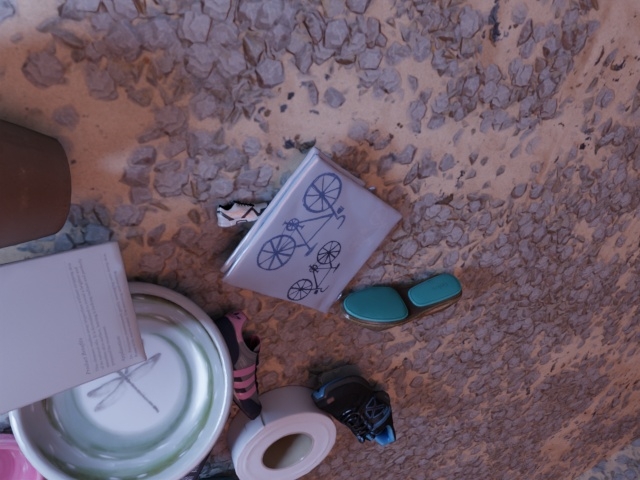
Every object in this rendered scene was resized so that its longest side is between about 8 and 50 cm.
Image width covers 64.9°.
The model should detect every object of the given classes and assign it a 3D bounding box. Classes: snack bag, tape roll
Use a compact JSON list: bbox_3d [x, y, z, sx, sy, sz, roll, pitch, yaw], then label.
[{"bbox_3d":[0.000,0.000,1.083,0.343,0.037,0.323,25,107,-46],"label":"snack bag"},{"bbox_3d":[-0.104,0.528,1.354,0.286,0.100,0.286,-13,126,-18],"label":"tape roll"}]

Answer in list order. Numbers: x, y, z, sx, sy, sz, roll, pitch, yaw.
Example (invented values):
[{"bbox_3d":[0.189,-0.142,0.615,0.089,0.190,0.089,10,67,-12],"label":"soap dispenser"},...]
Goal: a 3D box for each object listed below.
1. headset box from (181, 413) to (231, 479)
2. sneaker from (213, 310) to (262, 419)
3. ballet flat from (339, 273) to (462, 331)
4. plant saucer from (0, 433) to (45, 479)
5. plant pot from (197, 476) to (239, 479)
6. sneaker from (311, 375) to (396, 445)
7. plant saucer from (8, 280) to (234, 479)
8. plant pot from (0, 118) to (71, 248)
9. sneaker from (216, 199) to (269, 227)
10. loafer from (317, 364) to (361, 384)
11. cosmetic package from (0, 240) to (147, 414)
[{"bbox_3d":[-0.371,0.468,1.173,0.218,0.110,0.293,15,114,-34],"label":"headset box"},{"bbox_3d":[-0.175,0.293,1.160,0.131,0.112,0.319,-37,136,-21],"label":"sneaker"},{"bbox_3d":[0.200,0.170,1.280,0.343,0.116,0.124,-13,145,-23],"label":"ballet flat"},{"bbox_3d":[-0.723,0.510,0.983,0.332,0.084,0.332,-34,141,-33],"label":"plant saucer"},{"bbox_3d":[-0.277,0.748,1.331,0.195,0.290,0.290,-27,141,-58],"label":"plant pot"},{"bbox_3d":[0.108,0.460,1.352,0.125,0.139,0.341,-34,139,22],"label":"sneaker"},{"bbox_3d":[-0.372,0.281,0.981,0.401,0.100,0.400,1,84,-10],"label":"plant saucer"},{"bbox_3d":[-0.485,-0.081,0.691,0.229,0.263,0.263,-4,124,-45],"label":"plant pot"},{"bbox_3d":[-0.150,-0.059,0.982,0.109,0.040,0.043,-17,118,-21],"label":"sneaker"},{"bbox_3d":[0.050,0.362,1.366,0.125,0.039,0.045,-5,90,-27],"label":"loafer"},{"bbox_3d":[-0.491,0.144,0.760,0.385,0.156,0.217,-14,94,-36],"label":"cosmetic package"}]
